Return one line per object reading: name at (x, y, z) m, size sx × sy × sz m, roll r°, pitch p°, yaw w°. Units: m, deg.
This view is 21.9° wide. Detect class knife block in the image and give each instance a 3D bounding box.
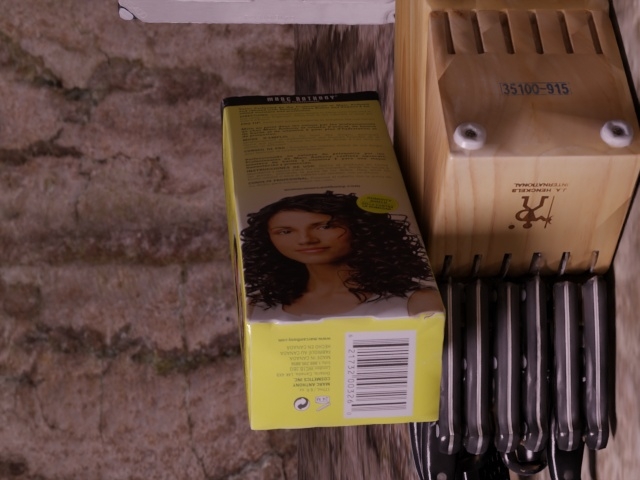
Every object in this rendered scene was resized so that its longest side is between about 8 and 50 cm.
knife block at (0.082, -0.012, 0.820) m, size 0.242 × 0.088 × 0.275 m, roll 98°, pitch 169°, yaw -51°

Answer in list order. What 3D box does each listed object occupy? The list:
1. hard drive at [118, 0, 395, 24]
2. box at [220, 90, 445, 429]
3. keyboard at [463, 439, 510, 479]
hard drive at (-0.024, -0.288, 1.117) m, size 0.339 × 0.237 × 0.064 m, roll 98°, pitch 170°, yaw -50°
box at (0.000, 0.000, 0.781) m, size 0.232 × 0.087 × 0.058 m, roll -104°, pitch 13°, yaw -62°
keyboard at (0.092, 0.053, 0.904) m, size 0.100 × 0.038 × 0.192 m, roll -22°, pitch -76°, yaw -72°
